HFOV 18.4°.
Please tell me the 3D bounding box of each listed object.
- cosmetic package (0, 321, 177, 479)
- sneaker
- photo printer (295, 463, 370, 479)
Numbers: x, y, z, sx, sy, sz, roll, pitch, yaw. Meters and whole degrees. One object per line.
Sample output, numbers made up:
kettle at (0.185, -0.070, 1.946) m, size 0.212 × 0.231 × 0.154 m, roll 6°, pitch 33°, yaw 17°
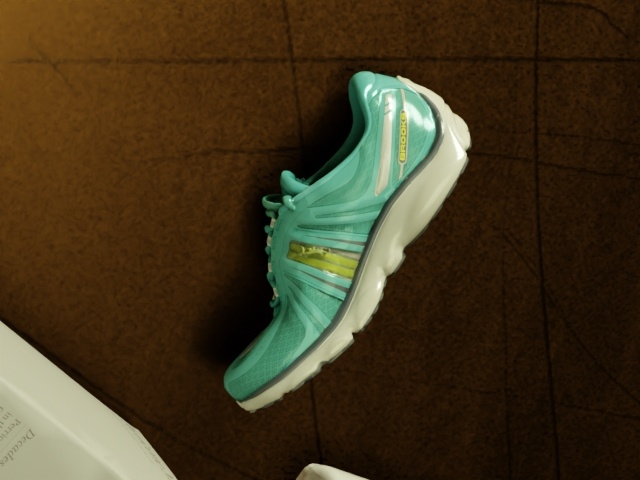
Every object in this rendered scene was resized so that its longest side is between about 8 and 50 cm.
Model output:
cosmetic package at (-0.259, 0.128, 1.321) m, size 0.156 × 0.217 × 0.385 m, roll -48°, pitch 126°, yaw 0°
sneaker at (0.000, 0.000, 1.480) m, size 0.110 × 0.107 × 0.275 m, roll 31°, pitch 92°, yaw -14°
photo printer at (0.067, 0.340, 1.646) m, size 0.307 × 0.107 × 0.256 m, roll 24°, pitch 100°, yaw -33°
